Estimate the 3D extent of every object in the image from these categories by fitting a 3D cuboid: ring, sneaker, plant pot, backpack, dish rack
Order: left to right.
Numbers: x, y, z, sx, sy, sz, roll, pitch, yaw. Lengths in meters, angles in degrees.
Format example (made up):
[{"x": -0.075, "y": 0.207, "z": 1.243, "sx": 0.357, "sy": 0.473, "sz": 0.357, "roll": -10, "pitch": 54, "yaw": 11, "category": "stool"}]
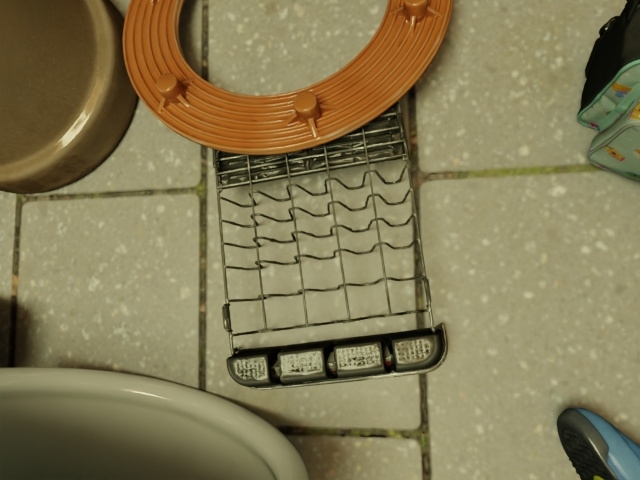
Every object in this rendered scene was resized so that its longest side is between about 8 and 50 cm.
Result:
[{"x": -0.347, "y": -0.191, "z": 0.465, "sx": 0.263, "sy": 0.229, "sz": 0.262, "roll": -1, "pitch": 85, "yaw": 9, "category": "plant pot"}, {"x": -0.043, "y": -0.240, "z": 0.485, "sx": 0.337, "sy": 0.032, "sz": 0.336, "roll": -4, "pitch": 71, "yaw": 11, "category": "ring"}, {"x": 0.000, "y": 0.000, "z": 0.467, "sx": 0.209, "sy": 0.074, "sz": 0.271, "roll": -8, "pitch": 81, "yaw": 7, "category": "dish rack"}, {"x": 0.285, "y": 0.212, "z": 0.401, "sx": 0.082, "sy": 0.069, "sz": 0.209, "roll": -37, "pitch": 79, "yaw": -8, "category": "sneaker"}, {"x": 0.314, "y": -0.111, "z": 0.376, "sx": 0.189, "sy": 0.166, "sz": 0.144, "roll": 11, "pitch": 87, "yaw": 14, "category": "backpack"}]

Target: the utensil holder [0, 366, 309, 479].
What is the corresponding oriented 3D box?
[{"x": -0.208, "y": 0.322, "z": 0.340, "sx": 0.328, "sy": 0.327, "sz": 0.385, "roll": 13, "pitch": 88, "yaw": 11, "category": "utensil holder"}]
